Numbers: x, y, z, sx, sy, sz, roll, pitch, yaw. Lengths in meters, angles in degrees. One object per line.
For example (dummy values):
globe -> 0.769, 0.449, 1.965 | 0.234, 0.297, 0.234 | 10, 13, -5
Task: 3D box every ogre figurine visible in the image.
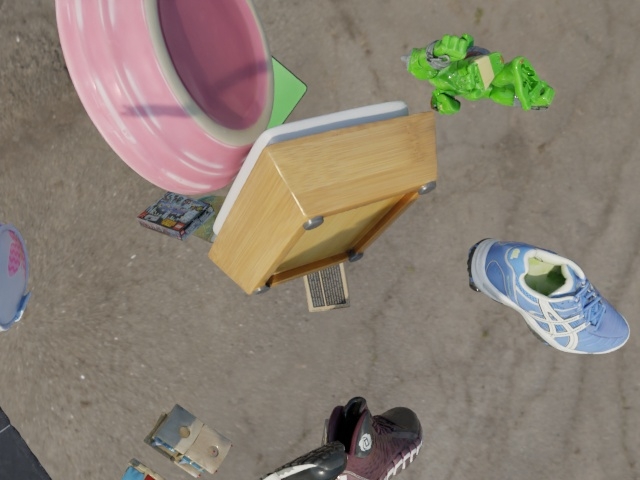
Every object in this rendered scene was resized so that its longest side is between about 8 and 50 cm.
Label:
ogre figurine -> 0.187, -0.203, 0.832 | 0.197, 0.118, 0.097 | -11, 107, -32

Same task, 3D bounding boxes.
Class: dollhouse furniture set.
dollhouse furniture set -> -0.273, 0.416, 1.220 | 0.129, 0.129, 0.183 | 37, 59, -7

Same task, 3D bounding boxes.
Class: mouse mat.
mouse mat -> -0.130, -0.355, 1.623 | 0.190, 0.007, 0.152 | 32, 97, -43

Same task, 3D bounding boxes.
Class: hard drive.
hard drive -> -0.384, 0.344, 0.893 | 0.064, 0.237, 0.339 | -37, 96, -32

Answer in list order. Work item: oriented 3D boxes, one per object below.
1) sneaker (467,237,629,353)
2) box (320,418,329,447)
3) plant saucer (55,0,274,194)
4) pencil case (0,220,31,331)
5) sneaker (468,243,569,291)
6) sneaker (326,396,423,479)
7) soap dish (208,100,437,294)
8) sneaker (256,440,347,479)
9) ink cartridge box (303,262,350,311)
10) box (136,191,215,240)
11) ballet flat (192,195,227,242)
sneaker -> 0.258, 0.066, 0.729 | 0.211, 0.081, 0.080 | 28, 76, -18
box -> 0.042, 0.554, 1.584 | 0.056, 0.231, 0.183 | 6, 103, -12
plant saucer -> -0.151, -0.222, 0.791 | 0.332, 0.084, 0.332 | 33, 53, -57
pencil case -> -0.445, 0.035, 0.686 | 0.273, 0.113, 0.124 | 1, 117, -5
sneaker -> 0.277, 0.047, 0.929 | 0.188, 0.067, 0.078 | 5, 100, -25
sneaker -> 0.095, 0.324, 1.172 | 0.281, 0.106, 0.162 | -33, 120, -55
soap dish -> -0.001, -0.045, 0.867 | 0.229, 0.291, 0.118 | -17, 73, -28
sneaker -> -0.021, 0.402, 1.049 | 0.107, 0.283, 0.124 | -15, 69, -35
ink cartridge box -> 0.000, 0.000, 1.376 | 0.088, 0.234, 0.193 | -8, 119, 2
box -> -0.292, -0.051, 1.370 | 0.094, 0.137, 0.027 | -47, 136, -31
ballet flat -> -0.207, -0.028, 1.610 | 0.123, 0.348, 0.123 | -1, 85, 12
